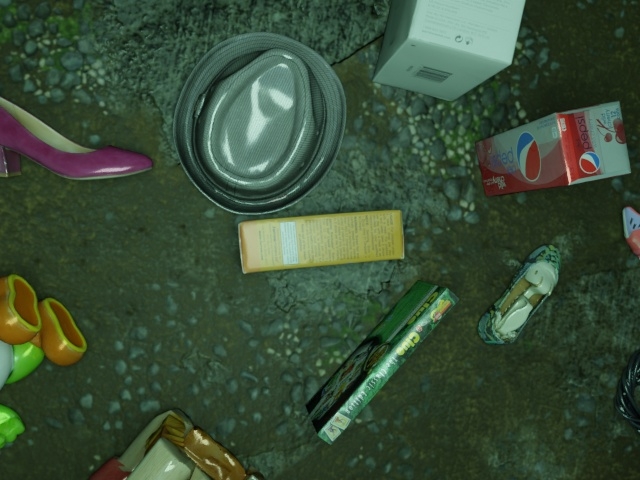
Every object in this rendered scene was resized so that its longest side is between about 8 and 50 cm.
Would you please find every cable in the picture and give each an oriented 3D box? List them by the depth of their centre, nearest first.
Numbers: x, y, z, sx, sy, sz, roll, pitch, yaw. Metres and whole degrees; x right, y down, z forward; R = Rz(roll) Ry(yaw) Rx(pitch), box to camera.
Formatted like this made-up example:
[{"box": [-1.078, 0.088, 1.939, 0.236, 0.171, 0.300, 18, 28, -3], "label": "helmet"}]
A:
[{"box": [0.556, 0.235, 1.004, 0.185, 0.047, 0.150, -15, 93, -6], "label": "cable"}]

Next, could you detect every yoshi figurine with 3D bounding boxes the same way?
[{"box": [-0.490, 0.215, 0.800, 0.362, 0.203, 0.203, -34, 101, -3], "label": "yoshi figurine"}]

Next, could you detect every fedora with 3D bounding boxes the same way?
[{"box": [-0.081, -0.172, 0.877, 0.244, 0.124, 0.275, 31, 87, -7], "label": "fedora"}]

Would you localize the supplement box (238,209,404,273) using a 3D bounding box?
[{"box": [0.000, 0.000, 0.914, 0.234, 0.078, 0.080, -7, 92, -7], "label": "supplement box"}]

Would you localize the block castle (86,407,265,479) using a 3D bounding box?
[{"box": [-0.104, 0.440, 0.798, 0.453, 0.303, 0.212, 41, 79, -6], "label": "block castle"}]

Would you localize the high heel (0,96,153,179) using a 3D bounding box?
[{"box": [-0.353, -0.145, 0.865, 0.244, 0.082, 0.117, 3, 101, 5], "label": "high heel"}]

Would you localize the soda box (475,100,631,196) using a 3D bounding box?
[{"box": [0.301, -0.116, 0.856, 0.084, 0.263, 0.092, -12, 92, -7], "label": "soda box"}]

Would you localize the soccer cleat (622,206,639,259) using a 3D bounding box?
[{"box": [0.596, -0.044, 0.991, 0.248, 0.083, 0.095, -19, 89, -4], "label": "soccer cleat"}]

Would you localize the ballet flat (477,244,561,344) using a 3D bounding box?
[{"box": [0.317, 0.087, 0.963, 0.070, 0.070, 0.188, 37, 86, -6], "label": "ballet flat"}]

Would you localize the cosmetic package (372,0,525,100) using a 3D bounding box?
[{"box": [0.179, -0.333, 0.857, 0.138, 0.224, 0.224, 12, 90, -7], "label": "cosmetic package"}]

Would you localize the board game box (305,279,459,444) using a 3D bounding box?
[{"box": [0.082, 0.164, 0.898, 0.030, 0.136, 0.259, 43, 86, -5], "label": "board game box"}]
